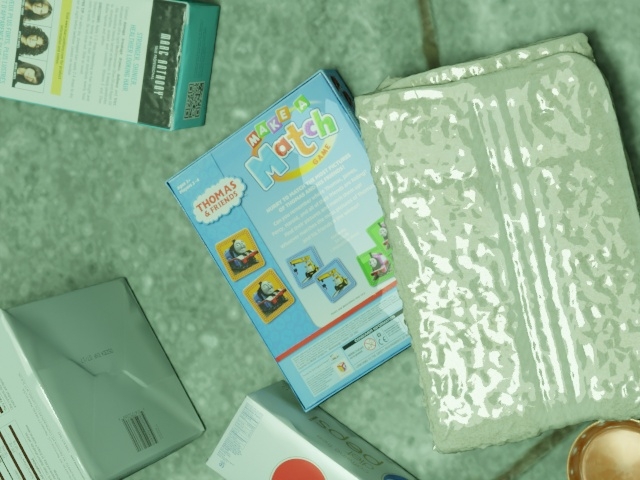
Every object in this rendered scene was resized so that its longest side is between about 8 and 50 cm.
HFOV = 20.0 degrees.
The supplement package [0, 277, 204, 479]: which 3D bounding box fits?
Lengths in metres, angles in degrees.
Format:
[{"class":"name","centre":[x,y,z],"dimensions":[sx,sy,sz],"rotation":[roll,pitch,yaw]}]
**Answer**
[{"class":"supplement package","centre":[-0.240,0.148,1.416],"dimensions":[0.203,0.194,0.149],"rotation":[-30,84,22]}]

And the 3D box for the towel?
[{"class":"towel","centre":[0.140,0.003,1.308],"dimensions":[0.187,0.049,0.282],"rotation":[-12,88,10]}]

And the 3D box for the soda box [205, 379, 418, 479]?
[{"class":"soda box","centre":[0.025,0.199,1.383],"dimensions":[0.216,0.074,0.069],"rotation":[36,107,15]}]

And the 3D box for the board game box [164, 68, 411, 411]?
[{"class":"board game box","centre":[0.000,0.000,1.389],"dimensions":[0.160,0.039,0.211],"rotation":[-34,85,21]}]

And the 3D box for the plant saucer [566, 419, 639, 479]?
[{"class":"plant saucer","centre":[0.223,0.169,1.335],"dimensions":[0.083,0.013,0.083],"rotation":[2,97,20]}]

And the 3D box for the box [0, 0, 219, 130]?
[{"class":"box","centre":[-0.206,-0.157,1.440],"dimensions":[0.244,0.060,0.100],"rotation":[12,101,20]}]
